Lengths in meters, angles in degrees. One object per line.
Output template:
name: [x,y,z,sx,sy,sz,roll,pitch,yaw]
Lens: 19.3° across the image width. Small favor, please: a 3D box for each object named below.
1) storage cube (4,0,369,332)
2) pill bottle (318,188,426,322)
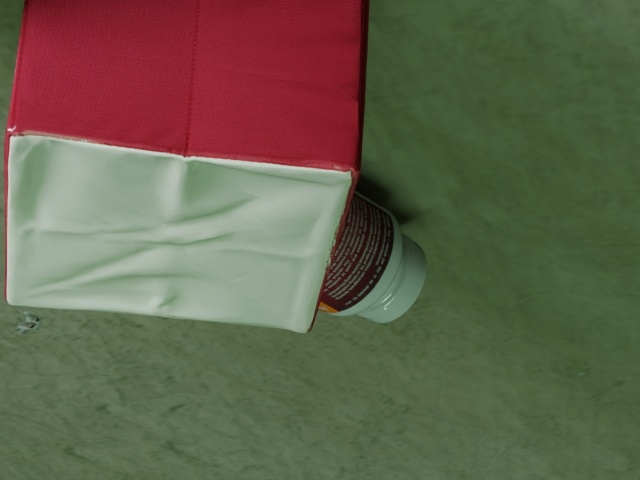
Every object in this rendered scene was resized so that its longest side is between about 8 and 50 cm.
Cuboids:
storage cube: [-0.077,-0.081,1.051,0.183,0.193,0.215,6,150,-7]
pill bottle: [0.000,0.000,1.284,0.086,0.086,0.152,-24,140,37]
